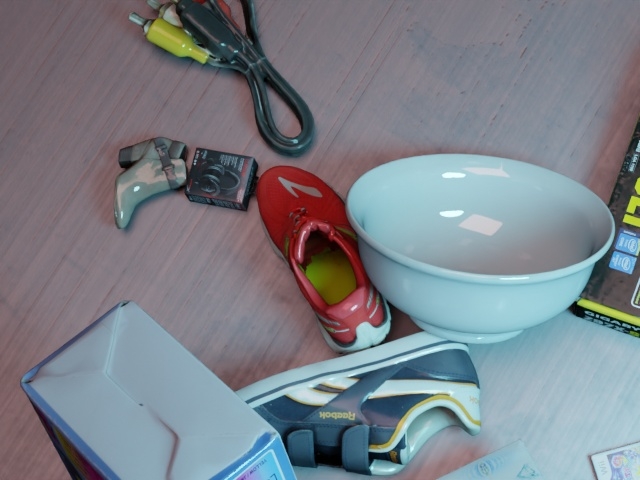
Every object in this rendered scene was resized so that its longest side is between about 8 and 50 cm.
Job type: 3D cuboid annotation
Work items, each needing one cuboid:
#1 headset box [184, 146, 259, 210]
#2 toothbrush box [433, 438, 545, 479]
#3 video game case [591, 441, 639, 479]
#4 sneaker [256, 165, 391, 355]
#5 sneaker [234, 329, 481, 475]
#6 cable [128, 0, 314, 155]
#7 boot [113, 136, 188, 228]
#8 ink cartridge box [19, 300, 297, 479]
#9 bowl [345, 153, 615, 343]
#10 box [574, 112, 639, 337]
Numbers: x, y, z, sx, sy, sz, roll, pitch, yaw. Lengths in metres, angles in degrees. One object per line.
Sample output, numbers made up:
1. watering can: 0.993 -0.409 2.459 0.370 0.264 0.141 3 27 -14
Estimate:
1. headset box: -0.116 -0.074 1.763 0.083 0.032 0.062 11 75 13
2. toothbrush box: 0.176 0.372 1.463 0.216 0.126 0.295 -25 33 1
3. video game case: 0.371 0.264 1.604 0.122 0.011 0.087 -16 72 3
4. sneaker: 0.000 0.000 1.664 0.107 0.118 0.279 -31 54 -1
5. sneaker: 0.024 0.202 1.611 0.321 0.126 0.128 -18 67 1
6. cable: -0.098 -0.227 1.812 0.287 0.072 0.139 46 66 5
7. boot: -0.205 -0.072 1.771 0.086 0.042 0.119 -1 73 5
8. ink cartridge box: -0.122 0.291 1.475 0.151 0.395 0.270 -37 45 -18
9. bowl: 0.169 0.022 1.609 0.297 0.298 0.134 10 118 11
10. box: 0.458 -0.026 1.647 0.257 0.079 0.322 19 77 15
